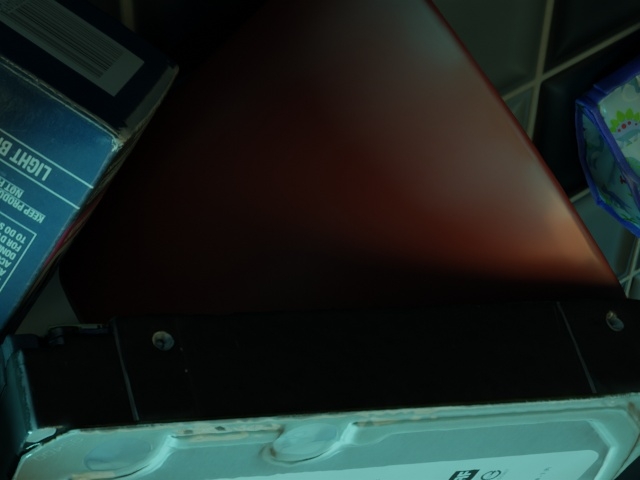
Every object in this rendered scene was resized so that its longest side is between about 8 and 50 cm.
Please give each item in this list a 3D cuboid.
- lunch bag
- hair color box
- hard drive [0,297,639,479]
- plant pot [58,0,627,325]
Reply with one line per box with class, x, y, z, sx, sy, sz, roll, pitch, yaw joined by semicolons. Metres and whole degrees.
lunch bag;0.268;-0.091;1.276;0.129;0.096;0.151;-37;133;-9
hair color box;-0.209;0.045;0.786;0.347;0.105;0.174;-55;-174;16
hard drive;-0.011;0.120;0.819;0.339;0.064;0.237;0;144;-26
plant pot;0.000;0.000;0.927;0.243;0.275;0.275;-35;149;5
